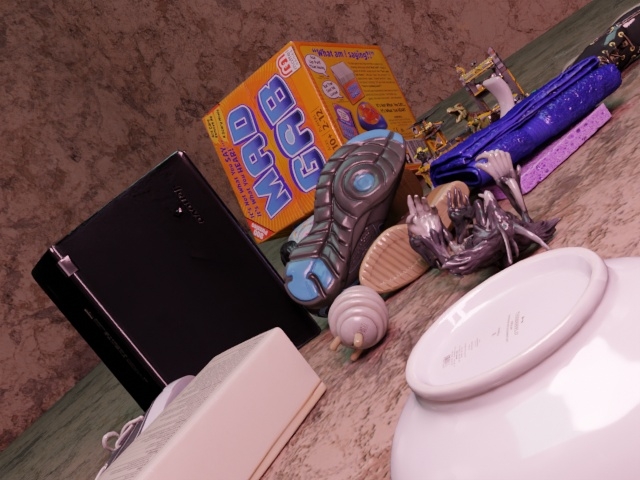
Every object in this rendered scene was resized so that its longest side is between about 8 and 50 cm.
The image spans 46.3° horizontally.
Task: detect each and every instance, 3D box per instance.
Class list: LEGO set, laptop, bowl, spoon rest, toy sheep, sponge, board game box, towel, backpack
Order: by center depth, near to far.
[{"bbox_3d":[0.150,0.098,0.476,0.298,0.134,0.298,-36,8,6],"label":"bowl"},{"bbox_3d":[0.051,0.109,1.012,0.091,0.091,0.132,-35,22,14],"label":"toy sheep"},{"bbox_3d":[0.369,-0.142,1.233,0.210,0.031,0.117,-39,8,-15],"label":"sponge"},{"bbox_3d":[0.334,-0.197,1.277,0.308,0.076,0.227,-35,7,-9],"label":"towel"},{"bbox_3d":[-0.277,0.108,1.335,0.236,0.382,0.408,-41,9,-28],"label":"laptop"},{"bbox_3d":[0.301,-0.178,1.449,0.276,0.084,0.137,-63,18,-7],"label":"spoon rest"},{"bbox_3d":[0.315,-0.275,1.629,0.331,0.192,0.255,-32,10,31],"label":"LEGO set"},{"bbox_3d":[0.000,0.000,1.710,0.182,0.115,0.152,-36,5,-16],"label":"backpack"},{"bbox_3d":[-0.001,-0.246,1.880,0.356,0.356,0.356,-31,-10,39],"label":"board game box"}]

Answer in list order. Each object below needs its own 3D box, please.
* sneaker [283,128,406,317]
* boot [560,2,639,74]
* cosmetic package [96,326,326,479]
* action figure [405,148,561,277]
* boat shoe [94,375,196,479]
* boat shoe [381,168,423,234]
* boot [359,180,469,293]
[{"bbox_3d":[0.048,-0.031,1.260,0.341,0.125,0.139,-61,-27,-14],"label":"sneaker"},{"bbox_3d":[0.553,-0.345,1.414,0.236,0.085,0.178,-39,8,34],"label":"boot"},{"bbox_3d":[-0.143,0.253,0.913,0.160,0.113,0.309,-30,12,43],"label":"cosmetic package"},{"bbox_3d":[0.193,-0.027,0.975,0.164,0.141,0.276,-27,5,-9],"label":"action figure"},{"bbox_3d":[-0.245,0.304,1.061,0.105,0.113,0.306,-19,23,19],"label":"boat shoe"},{"bbox_3d":[0.122,-0.053,1.525,0.089,0.104,0.285,-26,15,43],"label":"boat shoe"},{"bbox_3d":[0.146,0.012,1.254,0.248,0.090,0.207,-44,-4,-15],"label":"boot"}]
